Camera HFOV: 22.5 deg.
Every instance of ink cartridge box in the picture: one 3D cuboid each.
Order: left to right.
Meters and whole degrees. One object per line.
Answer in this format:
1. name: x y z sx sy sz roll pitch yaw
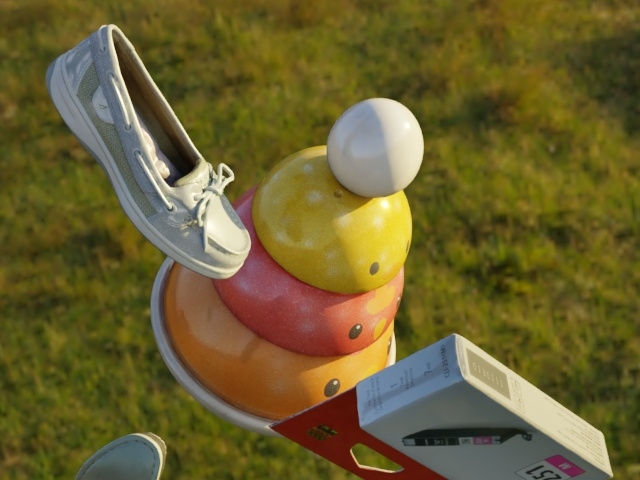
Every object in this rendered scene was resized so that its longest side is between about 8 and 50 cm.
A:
1. ink cartridge box: 0.123 0.214 1.630 0.239 0.275 0.060 -30 47 27

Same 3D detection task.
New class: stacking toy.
1. stacking toy: 0.000 0.000 2.051 0.350 0.480 0.350 12 50 -14

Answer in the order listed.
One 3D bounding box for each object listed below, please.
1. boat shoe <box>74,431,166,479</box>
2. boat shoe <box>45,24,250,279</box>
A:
1. boat shoe: -0.231 0.285 1.744 0.081 0.228 0.068 42 25 10
2. boat shoe: -0.181 -0.096 1.834 0.103 0.320 0.118 -31 9 31
